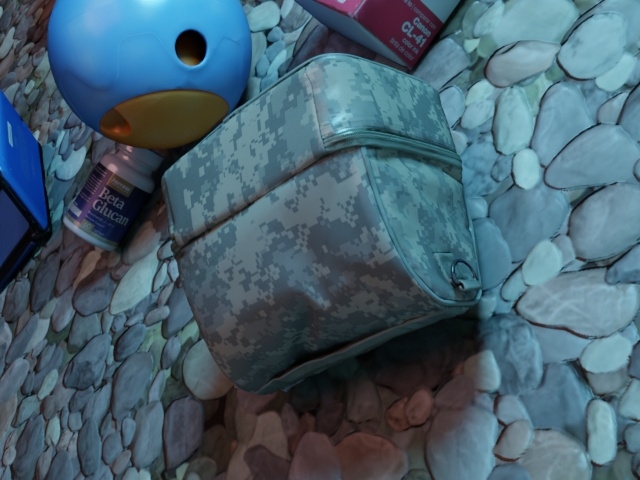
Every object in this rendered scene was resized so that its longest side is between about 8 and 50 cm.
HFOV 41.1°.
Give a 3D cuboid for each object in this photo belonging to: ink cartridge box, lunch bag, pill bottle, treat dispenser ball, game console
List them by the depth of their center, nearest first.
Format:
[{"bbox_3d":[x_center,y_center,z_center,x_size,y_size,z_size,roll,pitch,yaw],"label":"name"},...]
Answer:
[{"bbox_3d":[0.000,0.000,0.872,0.305,0.213,0.256,-28,66,35],"label":"lunch bag"},{"bbox_3d":[0.108,-0.397,1.066,0.306,0.131,0.226,-53,40,5],"label":"ink cartridge box"},{"bbox_3d":[-0.243,-0.274,1.227,0.288,0.288,0.288,-25,51,34],"label":"treat dispenser ball"},{"bbox_3d":[-0.318,-0.076,1.332,0.169,0.094,0.094,-57,40,2],"label":"pill bottle"},{"bbox_3d":[-0.610,-0.097,1.595,0.173,0.250,0.293,-25,45,-2],"label":"game console"}]
